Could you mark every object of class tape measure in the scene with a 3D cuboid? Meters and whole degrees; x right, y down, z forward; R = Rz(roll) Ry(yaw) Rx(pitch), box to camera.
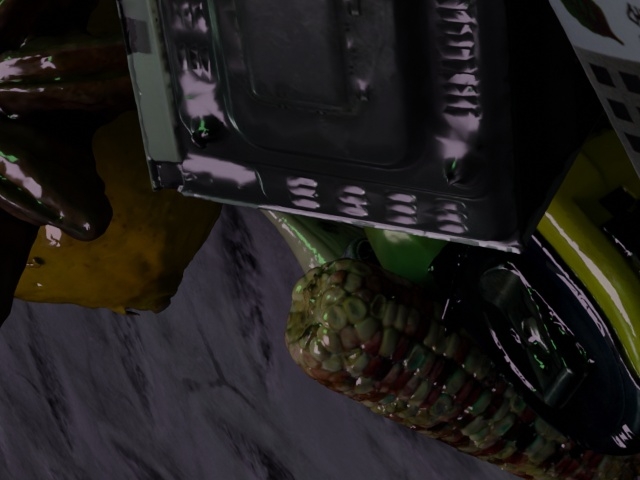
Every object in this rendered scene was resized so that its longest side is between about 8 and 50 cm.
[{"bbox_3d":[0.154,0.029,1.121,0.186,0.112,0.199,48,156,18],"label":"tape measure"}]

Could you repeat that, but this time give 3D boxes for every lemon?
[{"bbox_3d":[-0.192,-0.080,1.488,0.310,0.253,0.253,60,157,7],"label":"lemon"}]

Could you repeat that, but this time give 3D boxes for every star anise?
[{"bbox_3d":[-0.234,-0.090,1.309,0.315,0.108,0.315,-1,88,33],"label":"star anise"}]

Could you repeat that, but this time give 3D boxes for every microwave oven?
[{"bbox_3d":[0.017,-0.164,0.946,0.237,0.181,0.295,11,130,23],"label":"microwave oven"}]

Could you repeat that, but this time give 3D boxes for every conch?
[{"bbox_3d":[0.067,-0.017,1.277,0.201,0.079,0.095,60,-174,20],"label":"conch"}]

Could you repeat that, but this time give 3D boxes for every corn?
[{"bbox_3d":[0.093,0.089,1.242,0.253,0.086,0.086,26,165,-20],"label":"corn"}]

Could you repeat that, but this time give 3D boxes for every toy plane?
[{"bbox_3d":[0.000,0.000,1.345,0.286,0.108,0.092,36,131,-1],"label":"toy plane"}]

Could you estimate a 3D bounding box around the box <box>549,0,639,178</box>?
[{"bbox_3d":[0.235,-0.049,0.777,0.325,0.047,0.180,16,147,49],"label":"box"}]
